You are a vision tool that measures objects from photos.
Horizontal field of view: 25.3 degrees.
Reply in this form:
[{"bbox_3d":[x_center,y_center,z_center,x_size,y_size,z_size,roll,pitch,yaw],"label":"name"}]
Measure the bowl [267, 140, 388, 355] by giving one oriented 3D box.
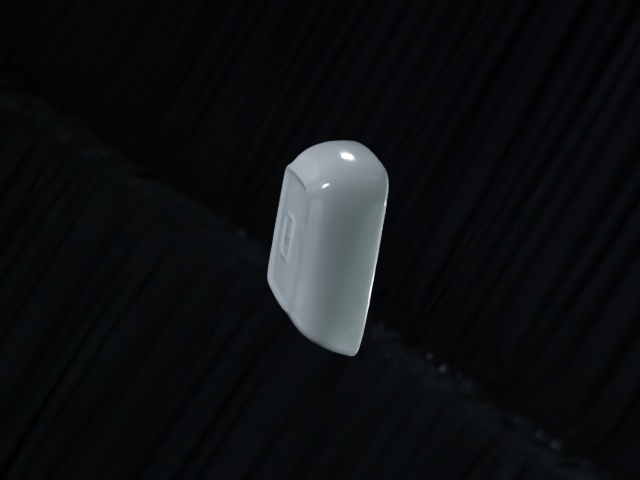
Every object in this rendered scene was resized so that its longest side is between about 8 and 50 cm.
[{"bbox_3d":[0.000,0.000,1.019,0.053,0.142,0.142,8,13,-12],"label":"bowl"}]
